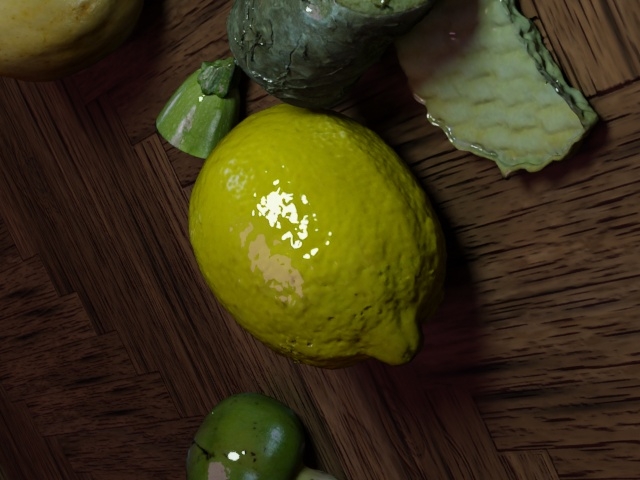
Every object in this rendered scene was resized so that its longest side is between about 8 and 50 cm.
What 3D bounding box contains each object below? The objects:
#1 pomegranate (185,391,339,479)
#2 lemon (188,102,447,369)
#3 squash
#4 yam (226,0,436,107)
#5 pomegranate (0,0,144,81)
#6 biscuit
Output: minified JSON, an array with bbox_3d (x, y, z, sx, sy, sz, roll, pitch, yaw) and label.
[{"bbox_3d":[-0.076,0.292,1.780,0.179,0.210,0.179,177,90,-83],"label":"pomegranate"},{"bbox_3d":[0.000,0.000,1.362,0.320,0.245,0.245,52,146,19],"label":"lemon"},{"bbox_3d":[-0.130,-0.177,1.578,0.105,0.105,0.132,45,128,26],"label":"squash"},{"bbox_3d":[0.006,-0.217,1.221,0.154,0.154,0.254,62,155,2],"label":"yam"},{"bbox_3d":[-0.359,-0.325,1.590,0.307,0.307,0.307,34,138,37],"label":"pomegranate"},{"bbox_3d":[0.137,-0.175,1.235,0.273,0.036,0.187,59,147,6],"label":"biscuit"}]
